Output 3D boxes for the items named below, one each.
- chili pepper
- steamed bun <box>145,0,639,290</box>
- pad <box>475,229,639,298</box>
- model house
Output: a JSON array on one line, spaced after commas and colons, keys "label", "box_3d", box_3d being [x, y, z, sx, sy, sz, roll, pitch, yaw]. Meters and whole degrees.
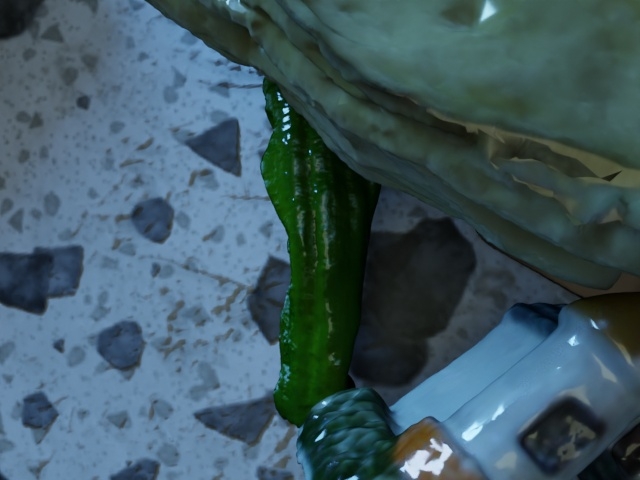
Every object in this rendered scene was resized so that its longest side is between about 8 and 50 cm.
[{"label": "chili pepper", "box_3d": [0.000, 0.000, 0.505, 0.083, 0.099, 0.253, 1, 86, -3]}, {"label": "steamed bun", "box_3d": [0.049, -0.153, 0.444, 0.428, 0.189, 0.247, 37, 76, 18]}, {"label": "pad", "box_3d": [0.242, -0.080, 0.531, 0.181, 0.004, 0.267, 30, 90, 8]}, {"label": "model house", "box_3d": [0.175, 0.132, 0.407, 0.301, 0.190, 0.271, -41, 101, -3]}]
